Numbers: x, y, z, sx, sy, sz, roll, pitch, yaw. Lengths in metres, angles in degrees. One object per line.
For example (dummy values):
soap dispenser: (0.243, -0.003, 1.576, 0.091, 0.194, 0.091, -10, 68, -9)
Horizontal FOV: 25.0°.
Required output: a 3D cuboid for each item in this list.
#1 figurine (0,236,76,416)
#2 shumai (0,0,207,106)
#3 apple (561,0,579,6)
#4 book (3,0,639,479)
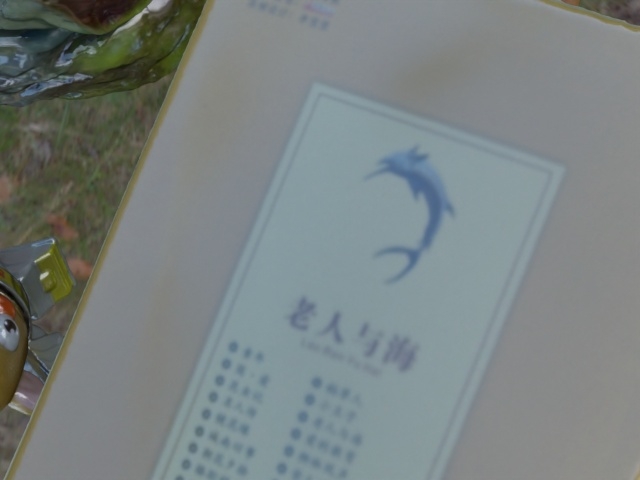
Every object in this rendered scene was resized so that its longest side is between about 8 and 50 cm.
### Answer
figurine: (-0.396, 0.095, 1.639, 0.343, 0.285, 0.167, 11, 124, -7)
shumai: (-0.184, -0.245, 0.943, 0.304, 0.263, 0.309, 42, 82, -5)
apple: (0.139, -0.269, 1.488, 0.254, 0.253, 0.253, -2, 111, -5)
book: (0.008, 0.066, 0.622, 0.269, 0.032, 0.389, 23, 86, 20)
